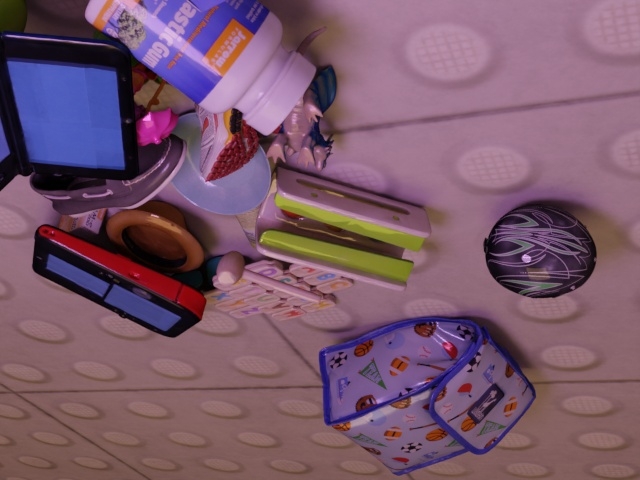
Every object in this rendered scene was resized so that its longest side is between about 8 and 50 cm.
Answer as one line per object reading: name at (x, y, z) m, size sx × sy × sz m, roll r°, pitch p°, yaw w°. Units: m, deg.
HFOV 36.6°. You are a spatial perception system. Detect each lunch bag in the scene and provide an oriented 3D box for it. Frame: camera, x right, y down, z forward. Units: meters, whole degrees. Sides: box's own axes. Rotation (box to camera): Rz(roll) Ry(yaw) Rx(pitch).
lunch bag at (0.242, 0.333, 2.113) m, size 0.386 × 0.239 × 0.328 m, roll -24°, pitch 138°, yaw 20°

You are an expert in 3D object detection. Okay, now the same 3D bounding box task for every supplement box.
supplement box at (-0.455, -0.034, 1.835) m, size 0.098 × 0.062 × 0.036 m, roll -19°, pitch 138°, yaw 38°

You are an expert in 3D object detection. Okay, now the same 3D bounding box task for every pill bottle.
pill bottle at (-0.144, -0.257, 1.220) m, size 0.272 × 0.152 × 0.152 m, roll 36°, pitch 143°, yaw -13°

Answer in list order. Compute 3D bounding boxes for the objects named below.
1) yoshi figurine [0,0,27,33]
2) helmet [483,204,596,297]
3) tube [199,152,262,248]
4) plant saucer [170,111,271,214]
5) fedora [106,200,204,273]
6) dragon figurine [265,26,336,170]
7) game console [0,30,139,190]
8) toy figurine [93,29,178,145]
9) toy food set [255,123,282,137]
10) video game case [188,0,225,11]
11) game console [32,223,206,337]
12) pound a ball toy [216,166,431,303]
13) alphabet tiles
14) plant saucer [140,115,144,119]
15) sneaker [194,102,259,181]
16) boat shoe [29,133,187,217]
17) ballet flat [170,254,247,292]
yoshi figurine at (-0.551, -0.331, 1.299) m, size 0.362 × 0.203 × 0.203 m, roll 30°, pitch 112°, yaw -10°
helmet at (0.363, 0.018, 1.599) m, size 0.169 × 0.169 × 0.161 m, roll 15°, pitch 166°, yaw -10°
tube at (-0.127, -0.076, 1.686) m, size 0.070 × 0.062 × 0.240 m, roll -36°, pitch 141°, yaw -10°
plant saucer at (-0.166, -0.131, 1.574) m, size 0.195 × 0.037 × 0.195 m, roll 11°, pitch 129°, yaw 13°
fedora at (-0.300, -0.016, 1.806) m, size 0.194 × 0.079 × 0.194 m, roll 10°, pitch 145°, yaw 7°
dragon figurine at (-0.025, -0.205, 1.400) m, size 0.085 × 0.144 × 0.289 m, roll 7°, pitch 131°, yaw 7°
game console at (-0.382, -0.121, 1.247) m, size 0.173 × 0.250 × 0.293 m, roll 31°, pitch 150°, yaw 12°
toy figurine at (-0.258, -0.212, 1.379) m, size 0.173 × 0.159 × 0.130 m, roll 15°, pitch 149°, yaw -8°
toy food set at (-0.090, -0.196, 1.498) m, size 0.078 × 0.019 × 0.122 m, roll -4°, pitch 147°, yaw 22°
video game case at (-0.017, -0.375, 0.949) m, size 0.270 × 0.244 × 0.061 m, roll -16°, pitch 141°, yaw 36°
game console at (-0.411, 0.092, 1.921) m, size 0.342 × 0.060 × 0.386 m, roll 24°, pitch 162°, yaw -12°
pound a ball toy at (0.000, 0.000, 1.662) m, size 0.319 × 0.135 × 0.208 m, roll 15°, pitch 118°, yaw -12°
alphabet tiles at (-0.088, 0.104, 1.935) m, size 0.278 × 0.021 × 0.284 m, roll -18°, pitch 153°, yaw 22°
plant saucer at (-0.343, -0.178, 1.591) m, size 0.168 × 0.029 × 0.168 m, roll 7°, pitch 149°, yaw 4°
sneaker at (-0.143, -0.179, 1.463) m, size 0.092 × 0.088 × 0.225 m, roll 47°, pitch 139°, yaw 22°
boat shoe at (-0.354, -0.110, 1.572) m, size 0.335 × 0.112 × 0.095 m, roll -15°, pitch 147°, yaw 41°
ballet flat at (-0.220, 0.073, 1.959) m, size 0.203 × 0.074 × 0.074 m, roll -16°, pitch 142°, yaw 27°
